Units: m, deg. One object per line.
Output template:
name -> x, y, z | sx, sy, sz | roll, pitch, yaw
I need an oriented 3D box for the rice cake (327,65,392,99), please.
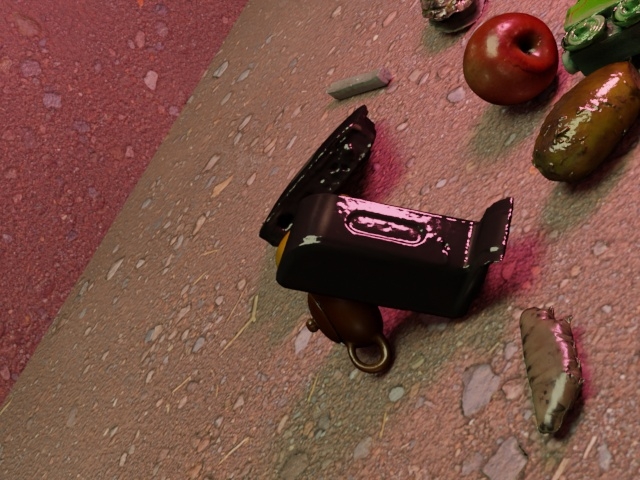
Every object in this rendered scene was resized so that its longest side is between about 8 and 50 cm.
rice cake -> 0.100, -0.411, 2.519 | 0.245, 0.045, 0.042 | -5, 55, 56

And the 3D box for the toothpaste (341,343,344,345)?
toothpaste -> 0.083, 0.122, 1.908 | 0.190, 0.031, 0.048 | -60, 30, -8

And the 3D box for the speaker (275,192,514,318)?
speaker -> 0.124, 0.000, 1.659 | 0.184, 0.388, 0.180 | 86, -164, -53

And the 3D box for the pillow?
pillow -> 0.341, 0.173, 1.396 | 0.093, 0.051, 0.241 | -42, 27, 32

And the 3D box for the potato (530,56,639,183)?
potato -> 0.452, -0.204, 1.611 | 0.251, 0.113, 0.149 | -55, 23, -1

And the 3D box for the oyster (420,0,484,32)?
oyster -> 0.321, -0.648, 2.358 | 0.162, 0.158, 0.351 | -7, 57, 11

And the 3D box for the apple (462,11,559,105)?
apple -> 0.369, -0.349, 1.867 | 0.181, 0.181, 0.168 | -66, 6, -25

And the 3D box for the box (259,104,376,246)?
box -> 0.000, -0.151, 2.227 | 0.359, 0.091, 0.350 | -47, 6, 13

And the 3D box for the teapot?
teapot -> 0.043, 0.146, 1.787 | 0.135, 0.178, 0.252 | -31, 63, -1

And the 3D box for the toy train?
toy train -> 0.538, -0.384, 1.682 | 0.243, 0.132, 0.188 | -23, 34, 42

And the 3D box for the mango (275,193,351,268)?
mango -> 0.000, 0.000, 2.072 | 0.227, 0.136, 0.099 | -46, 34, -5
